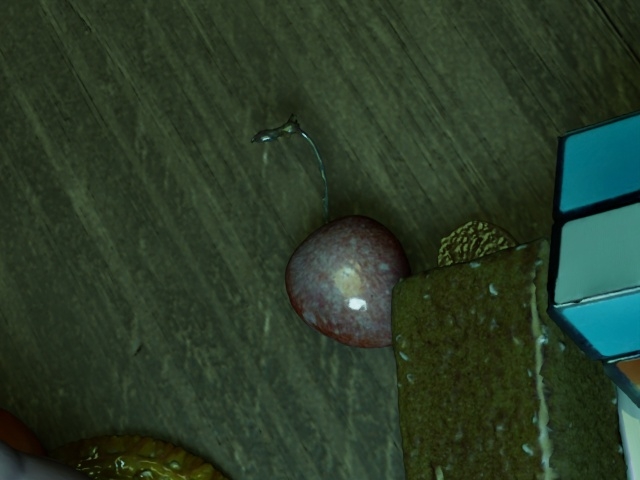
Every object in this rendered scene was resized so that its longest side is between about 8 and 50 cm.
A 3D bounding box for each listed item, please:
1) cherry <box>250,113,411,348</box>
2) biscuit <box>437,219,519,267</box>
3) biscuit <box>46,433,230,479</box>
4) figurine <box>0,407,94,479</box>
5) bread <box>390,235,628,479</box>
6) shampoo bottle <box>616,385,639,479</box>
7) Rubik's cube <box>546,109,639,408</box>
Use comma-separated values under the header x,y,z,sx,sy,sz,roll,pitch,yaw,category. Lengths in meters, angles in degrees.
x,y,z,sx,sy,sz,roll,pitch,yaw,category
0.000,0.000,1.461,0.107,0.090,0.225,-39,67,8,cherry
0.147,0.082,1.431,0.138,0.031,0.205,-15,73,15,biscuit
-0.180,0.312,1.437,0.305,0.038,0.305,-4,73,12,biscuit
-0.244,0.274,1.345,0.211,0.261,0.269,23,77,-9,figurine
0.151,0.214,1.309,0.165,0.113,0.416,-13,76,39,bread
0.249,0.154,1.357,0.056,0.086,0.227,-11,73,6,shampoo bottle
0.287,0.010,1.257,0.183,0.180,0.167,-19,46,33,Rubik's cube
